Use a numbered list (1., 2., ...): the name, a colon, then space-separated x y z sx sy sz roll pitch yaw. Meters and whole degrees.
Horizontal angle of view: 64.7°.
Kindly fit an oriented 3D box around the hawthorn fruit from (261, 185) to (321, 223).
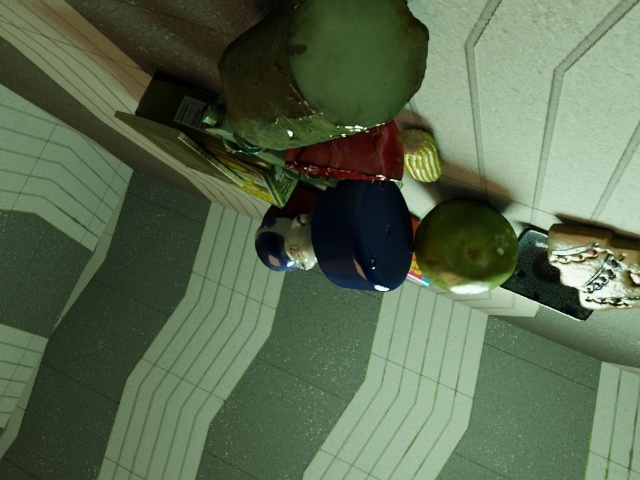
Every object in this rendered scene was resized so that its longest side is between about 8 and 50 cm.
1. hawthorn fruit: -0.058 -0.051 1.813 0.295 0.294 0.311 19 -154 33

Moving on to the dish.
1. dish: 0.573 0.069 1.238 0.244 0.181 0.080 23 -149 7

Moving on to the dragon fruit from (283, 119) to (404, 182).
1. dragon fruit: 0.031 -0.174 0.912 0.163 0.189 0.262 39 166 -26

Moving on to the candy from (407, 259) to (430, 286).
1. candy: 0.269 0.028 1.754 0.306 0.157 0.100 26 174 -20

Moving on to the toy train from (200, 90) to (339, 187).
1. toy train: -0.087 -0.223 1.062 0.327 0.159 0.129 23 177 -29

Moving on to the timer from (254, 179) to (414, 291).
1. timer: 0.000 0.000 1.216 0.384 0.270 0.270 -9 154 36

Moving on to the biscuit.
1. biscuit: 0.603 0.063 1.078 0.302 0.043 0.278 32 153 -1

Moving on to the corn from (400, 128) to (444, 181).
1. corn: 0.193 -0.161 0.985 0.085 0.063 0.165 -6 163 23

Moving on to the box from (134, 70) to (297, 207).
1. box: -0.259 -0.262 1.417 0.373 0.138 0.420 23 172 5

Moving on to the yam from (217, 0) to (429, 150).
1. yam: -0.019 -0.223 0.687 0.195 0.195 0.300 27 171 -27

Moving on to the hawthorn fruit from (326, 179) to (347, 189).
1. hawthorn fruit: 0.100 -0.111 1.347 0.179 0.173 0.173 51 172 -1

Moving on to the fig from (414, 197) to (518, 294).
1. fig: 0.326 0.021 1.226 0.233 0.232 0.314 25 167 -6

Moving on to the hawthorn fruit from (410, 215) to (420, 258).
1. hawthorn fruit: 0.300 -0.005 1.603 0.286 0.165 0.165 -6 -170 -31

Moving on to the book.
1. book: -0.355 -0.232 1.316 0.217 0.021 0.310 22 172 24
